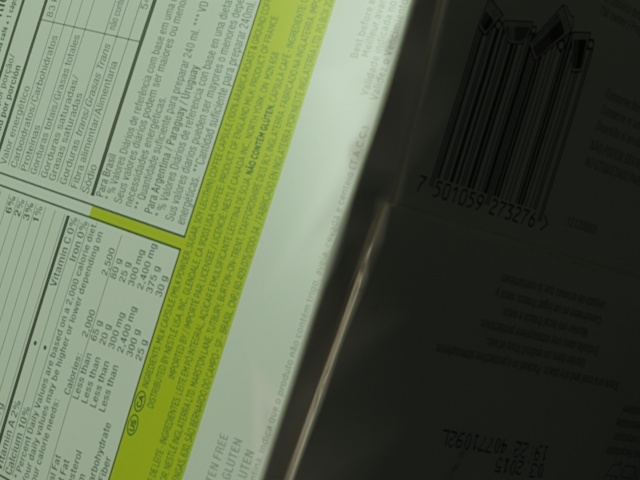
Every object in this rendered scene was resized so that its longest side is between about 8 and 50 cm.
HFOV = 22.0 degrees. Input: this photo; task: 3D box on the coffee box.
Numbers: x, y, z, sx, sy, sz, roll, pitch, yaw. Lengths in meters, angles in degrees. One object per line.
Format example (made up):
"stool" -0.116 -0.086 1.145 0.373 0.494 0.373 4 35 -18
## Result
"coffee box" 0.000 0.000 0.920 0.334 0.338 0.338 17 91 43
